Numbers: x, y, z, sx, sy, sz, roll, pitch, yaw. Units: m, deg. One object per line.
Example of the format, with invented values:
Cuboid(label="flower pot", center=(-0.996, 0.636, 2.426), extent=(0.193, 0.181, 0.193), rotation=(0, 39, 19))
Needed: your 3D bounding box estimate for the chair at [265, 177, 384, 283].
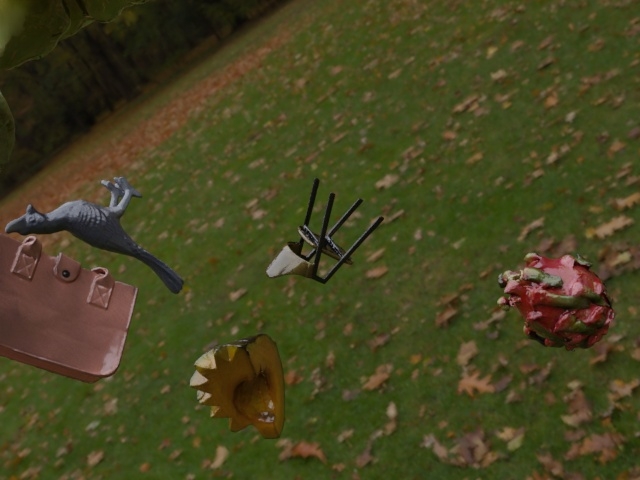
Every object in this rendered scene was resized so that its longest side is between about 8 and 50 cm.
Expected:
Cuboid(label="chair", center=(0.000, 0.000, 1.962), extent=(0.247, 0.172, 0.159), rotation=(-63, 22, 10))

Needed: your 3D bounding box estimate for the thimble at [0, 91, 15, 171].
Cuboid(label="thimble", center=(-0.431, -0.149, 0.952), extent=(0.137, 0.143, 0.190), rotation=(-34, -23, -13))

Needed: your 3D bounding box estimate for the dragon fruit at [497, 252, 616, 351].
Cuboid(label="dragon fruit", center=(0.386, 0.093, 1.390), extent=(0.160, 0.172, 0.166), rotation=(-53, 15, 2))

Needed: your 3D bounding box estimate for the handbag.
Cuboid(label="handbag", center=(-0.362, 0.090, 1.133), extent=(0.059, 0.212, 0.157), rotation=(-28, 43, 49))

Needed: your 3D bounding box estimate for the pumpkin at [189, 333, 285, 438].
Cuboid(label="pumpkin", center=(-0.154, 0.246, 1.576), extent=(0.130, 0.254, 0.149), rotation=(-8, 39, 13))

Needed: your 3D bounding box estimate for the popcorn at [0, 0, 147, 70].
Cuboid(label="popcorn", center=(-0.170, -0.200, 0.417), extent=(0.195, 0.255, 0.256), rotation=(-34, -13, 30))

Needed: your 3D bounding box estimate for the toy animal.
Cuboid(label="toy animal", center=(-0.440, -0.037, 1.748), extent=(0.081, 0.367, 0.206), rotation=(-39, 35, 52))
